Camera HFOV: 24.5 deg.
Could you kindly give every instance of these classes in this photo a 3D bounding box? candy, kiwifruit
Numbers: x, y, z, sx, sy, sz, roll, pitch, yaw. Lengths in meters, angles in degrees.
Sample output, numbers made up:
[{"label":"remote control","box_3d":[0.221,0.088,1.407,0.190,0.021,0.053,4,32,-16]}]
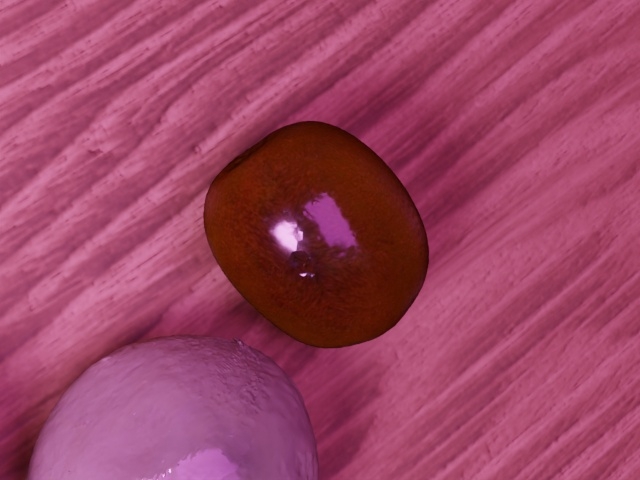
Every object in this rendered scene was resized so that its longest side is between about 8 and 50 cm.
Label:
[{"label":"candy","box_3d":[-0.128,0.221,1.362,0.295,0.185,0.296,6,77,-28]},{"label":"kiwifruit","box_3d":[0.000,0.000,1.460,0.196,0.196,0.234,-45,110,-25]}]
